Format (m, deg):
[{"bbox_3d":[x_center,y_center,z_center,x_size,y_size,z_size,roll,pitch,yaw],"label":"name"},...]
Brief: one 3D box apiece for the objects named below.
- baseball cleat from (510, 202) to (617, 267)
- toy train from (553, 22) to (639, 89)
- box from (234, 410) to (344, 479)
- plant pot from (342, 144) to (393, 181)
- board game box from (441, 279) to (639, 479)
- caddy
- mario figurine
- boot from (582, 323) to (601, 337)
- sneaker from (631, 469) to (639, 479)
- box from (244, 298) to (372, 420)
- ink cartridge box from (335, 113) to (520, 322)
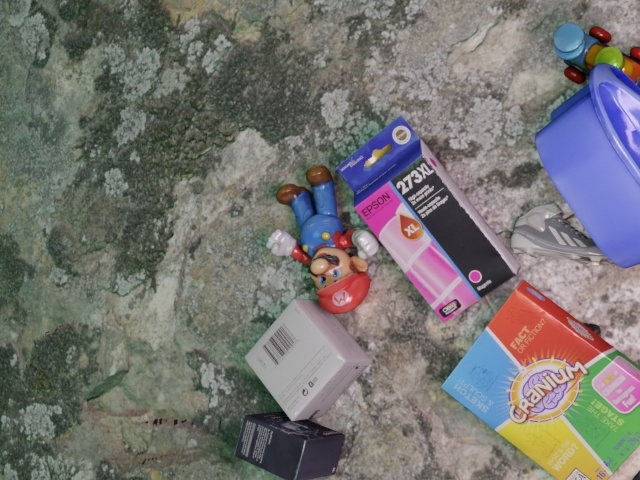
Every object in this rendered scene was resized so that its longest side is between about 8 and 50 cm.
[{"bbox_3d":[0.444,-0.012,1.634,0.206,0.072,0.109,7,83,29],"label":"baseball cleat"},{"bbox_3d":[0.523,-0.294,1.568,0.248,0.143,0.105,38,105,30],"label":"toy train"},{"bbox_3d":[-0.062,0.420,1.859,0.158,0.156,0.093,16,93,32],"label":"box"},{"bbox_3d":[0.125,-0.134,1.826,0.134,0.134,0.095,-44,85,21],"label":"plant pot"},{"bbox_3d":[0.405,0.259,1.566,0.317,0.064,0.242,37,115,13],"label":"board game box"},{"bbox_3d":[0.510,-0.124,1.471,0.179,0.241,0.341,-31,99,38],"label":"caddy"},{"bbox_3d":[0.000,0.000,1.849,0.198,0.170,0.320,119,137,-53],"label":"mario figurine"},{"bbox_3d":[0.408,0.248,1.640,0.247,0.083,0.161,-20,87,29],"label":"boot"},{"bbox_3d":[0.569,0.427,1.445,0.086,0.226,0.163,31,105,-10],"label":"sneaker"},{"bbox_3d":[-0.027,0.246,1.876,0.181,0.119,0.182,-50,63,18],"label":"box"},{"bbox_3d":[0.196,-0.040,1.722,0.176,0.069,0.371,-38,87,23],"label":"ink cartridge box"}]
